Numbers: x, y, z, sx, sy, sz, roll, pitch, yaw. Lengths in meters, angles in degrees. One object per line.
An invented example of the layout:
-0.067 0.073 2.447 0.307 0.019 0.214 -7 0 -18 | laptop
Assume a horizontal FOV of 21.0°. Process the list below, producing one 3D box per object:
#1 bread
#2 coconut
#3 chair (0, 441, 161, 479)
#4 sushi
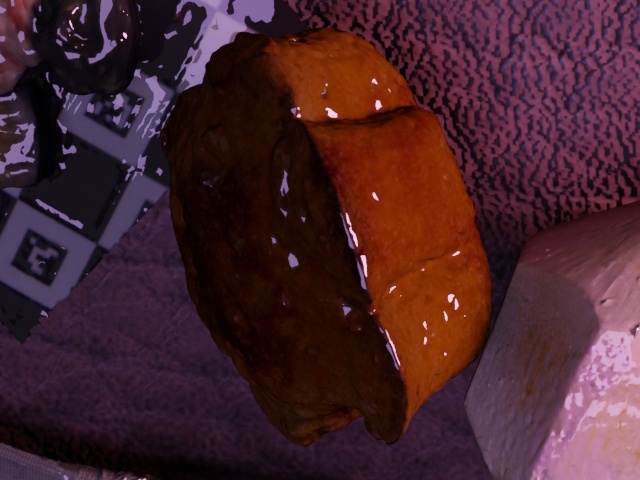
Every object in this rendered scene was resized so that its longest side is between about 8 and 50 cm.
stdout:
-0.008 -0.004 1.029 0.232 0.135 0.246 -14 97 57 | bread
0.206 0.079 1.023 0.237 0.197 0.237 4 108 12 | coconut
-0.153 0.243 1.171 0.319 0.186 0.160 9 125 6 | chair
-0.229 -0.130 1.098 0.339 0.069 0.320 44 113 -7 | sushi
